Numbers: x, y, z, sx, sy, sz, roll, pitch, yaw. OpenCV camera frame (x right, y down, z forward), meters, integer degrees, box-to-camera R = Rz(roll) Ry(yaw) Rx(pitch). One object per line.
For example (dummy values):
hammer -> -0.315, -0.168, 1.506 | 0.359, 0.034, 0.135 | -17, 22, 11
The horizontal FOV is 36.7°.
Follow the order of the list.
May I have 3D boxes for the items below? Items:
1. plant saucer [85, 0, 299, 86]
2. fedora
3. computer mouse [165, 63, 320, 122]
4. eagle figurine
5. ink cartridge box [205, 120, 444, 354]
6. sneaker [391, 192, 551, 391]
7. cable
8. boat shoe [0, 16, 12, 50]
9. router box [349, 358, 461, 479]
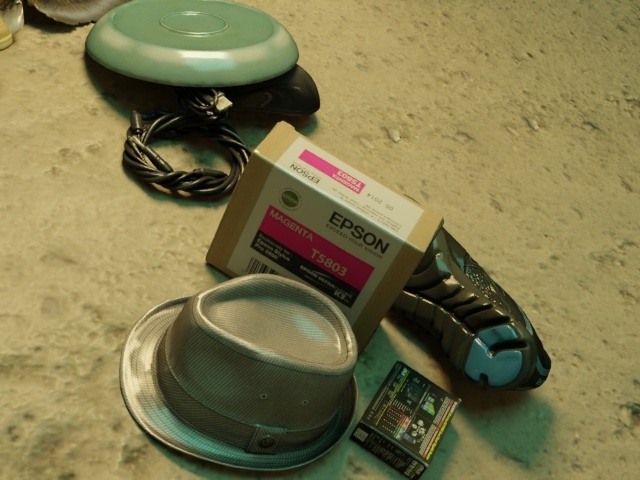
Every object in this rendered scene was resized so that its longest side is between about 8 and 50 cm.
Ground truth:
plant saucer -> -0.188, -0.307, 1.436 | 0.317, 0.044, 0.317 | 4, 31, -2
fedora -> -0.070, 0.121, 1.057 | 0.275, 0.124, 0.244 | 17, 40, -14
computer mouse -> -0.105, -0.238, 1.433 | 0.272, 0.072, 0.188 | -5, 32, -42
eagle figurine -> -0.419, -0.425, 1.437 | 0.298, 0.225, 0.226 | -56, 129, -79
ink cartridge box -> 0.000, 0.000, 1.174 | 0.234, 0.193, 0.088 | 31, 39, 5
sneaker -> 0.169, 0.074, 1.279 | 0.139, 0.125, 0.341 | 22, 27, -53
cable -> -0.174, -0.119, 1.317 | 0.184, 0.047, 0.150 | 13, 40, -20
boat shoe -> -0.539, -0.309, 1.245 | 0.285, 0.089, 0.104 | 14, 26, -3
router box -> 0.101, 0.208, 1.128 | 0.092, 0.038, 0.122 | 33, 40, 7
